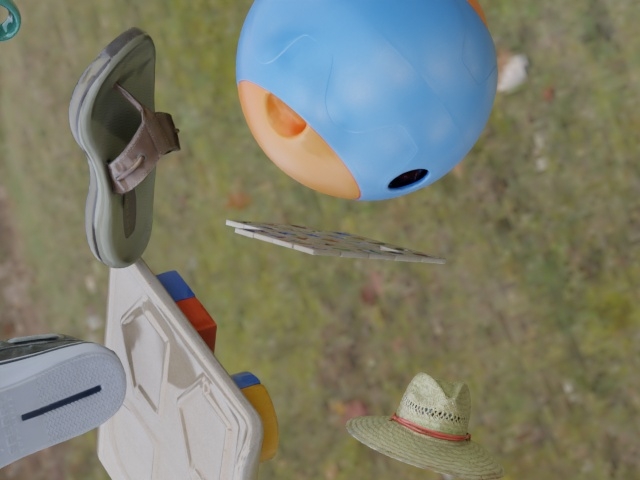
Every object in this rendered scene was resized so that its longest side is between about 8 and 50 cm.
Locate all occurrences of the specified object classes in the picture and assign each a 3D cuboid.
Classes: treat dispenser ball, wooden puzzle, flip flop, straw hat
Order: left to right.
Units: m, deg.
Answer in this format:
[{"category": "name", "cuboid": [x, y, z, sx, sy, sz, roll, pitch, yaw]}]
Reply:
[{"category": "flip flop", "cuboid": [-0.170, -0.079, 1.718, 0.080, 0.112, 0.277, 24, 135, 22]}, {"category": "wooden puzzle", "cuboid": [-0.131, 0.196, 1.876, 0.348, 0.080, 0.322, 55, 147, 41]}, {"category": "treat dispenser ball", "cuboid": [0.050, -0.187, 2.043, 0.288, 0.288, 0.288, 56, 157, 37]}, {"category": "straw hat", "cuboid": [0.092, 0.139, 1.505, 0.144, 0.144, 0.061, 32, 107, 62]}]

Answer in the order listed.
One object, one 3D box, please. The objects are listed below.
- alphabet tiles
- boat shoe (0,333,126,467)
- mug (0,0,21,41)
[{"category": "alphabet tiles", "cuboid": [0.000, 0.000, 2.215, 0.237, 0.198, 0.009, 15, 99, 52]}, {"category": "boat shoe", "cuboid": [-0.356, 0.172, 1.811, 0.119, 0.335, 0.121, 18, 116, 57]}, {"category": "mug", "cuboid": [-0.391, -0.219, 1.836, 0.129, 0.158, 0.097, 24, 139, 24]}]
